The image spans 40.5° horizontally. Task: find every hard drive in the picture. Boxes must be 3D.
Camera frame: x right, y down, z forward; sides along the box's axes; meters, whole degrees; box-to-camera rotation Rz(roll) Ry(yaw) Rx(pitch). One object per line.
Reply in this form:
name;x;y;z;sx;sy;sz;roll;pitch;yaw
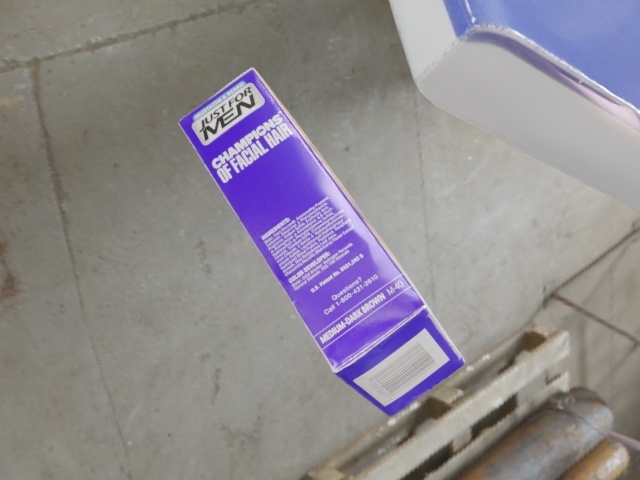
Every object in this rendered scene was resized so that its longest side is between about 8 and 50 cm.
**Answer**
hard drive;0.096;-0.164;0.447;0.210;0.040;0.318;19;45;-36

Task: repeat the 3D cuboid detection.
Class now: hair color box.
hair color box;0.000;0.000;0.895;0.110;0.339;0.185;-37;150;2
